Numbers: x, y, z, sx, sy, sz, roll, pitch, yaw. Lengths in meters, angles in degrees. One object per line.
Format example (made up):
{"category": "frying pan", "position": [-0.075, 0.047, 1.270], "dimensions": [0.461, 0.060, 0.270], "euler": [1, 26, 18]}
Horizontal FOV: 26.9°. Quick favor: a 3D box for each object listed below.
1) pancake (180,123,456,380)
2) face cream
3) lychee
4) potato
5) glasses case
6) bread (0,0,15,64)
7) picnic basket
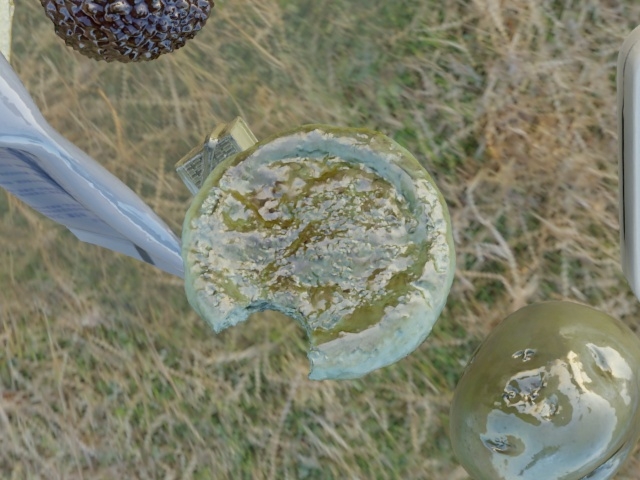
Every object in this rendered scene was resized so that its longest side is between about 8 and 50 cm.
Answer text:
{"category": "pancake", "position": [0.000, 0.000, 1.160], "dimensions": [0.254, 0.253, 0.037], "euler": [-20, 153, -10]}
{"category": "face cream", "position": [-0.269, -0.072, 1.197], "dimensions": [0.137, 0.235, 0.420], "euler": [-61, 140, -15]}
{"category": "lychee", "position": [-0.197, -0.268, 1.401], "dimensions": [0.188, 0.188, 0.188], "euler": [-5, 108, -16]}
{"category": "potato", "position": [0.278, 0.190, 1.599], "dimensions": [0.221, 0.326, 0.243], "euler": [29, 101, 19]}
{"category": "glasses case", "position": [0.233, -0.046, 0.854], "dimensions": [0.083, 0.050, 0.196], "euler": [-5, 112, 0]}
{"category": "bread", "position": [-0.518, -0.239, 1.734], "dimensions": [0.111, 0.239, 0.246], "euler": [16, 76, -57]}
{"category": "picnic basket", "position": [-0.089, -0.056, 1.559], "dimensions": [0.079, 0.115, 0.164], "euler": [-34, 99, 10]}
